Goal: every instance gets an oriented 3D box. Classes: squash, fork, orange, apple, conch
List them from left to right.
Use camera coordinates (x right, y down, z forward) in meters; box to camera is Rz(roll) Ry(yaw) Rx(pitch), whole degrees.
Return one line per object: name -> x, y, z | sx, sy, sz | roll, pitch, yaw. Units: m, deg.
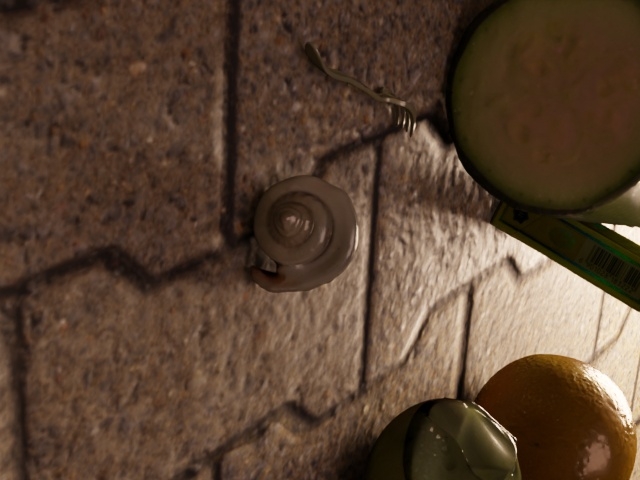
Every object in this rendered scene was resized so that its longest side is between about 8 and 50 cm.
conch -> -0.012, -0.001, 1.170 | 0.176, 0.094, 0.104 | 75, 21, -84
fork -> 0.041, -0.148, 1.213 | 0.028, 0.034, 0.219 | -48, 149, 9
apple -> 0.135, 0.284, 1.432 | 0.188, 0.174, 0.207 | -60, 136, -32
orange -> 0.297, 0.253, 1.652 | 0.236, 0.236, 0.236 | -34, 132, -48
squash -> 0.336, -0.145, 1.469 | 0.384, 0.263, 0.263 | 5, 100, -59

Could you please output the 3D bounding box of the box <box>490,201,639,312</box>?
box -> 0.333, 0.010, 1.582 | 0.141, 0.220, 0.064 | 4, 118, -61
